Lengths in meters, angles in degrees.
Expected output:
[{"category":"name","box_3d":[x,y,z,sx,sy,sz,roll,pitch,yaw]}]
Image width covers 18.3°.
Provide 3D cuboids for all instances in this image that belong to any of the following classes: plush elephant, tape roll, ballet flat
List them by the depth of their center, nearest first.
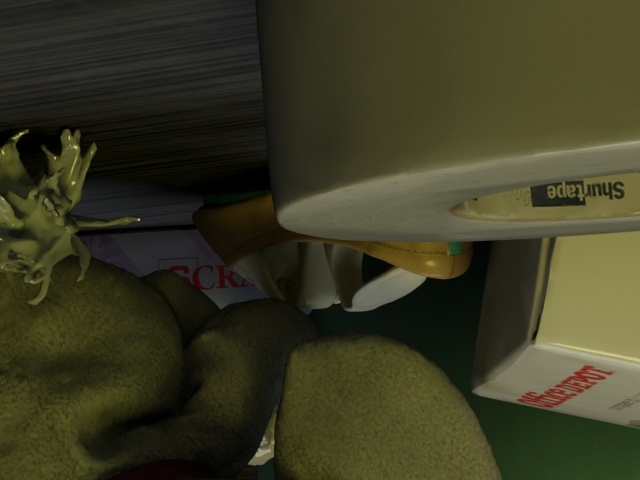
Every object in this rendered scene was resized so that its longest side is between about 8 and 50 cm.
[{"category":"tape roll","box_3d":[0.092,-0.047,0.575,0.219,0.072,0.219,-3,174,0]},{"category":"plush elephant","box_3d":[-0.075,0.136,0.858,0.272,0.255,0.330,-24,152,-19]},{"category":"ballet flat","box_3d":[0.000,0.000,0.951,0.080,0.073,0.232,-4,175,-26]}]

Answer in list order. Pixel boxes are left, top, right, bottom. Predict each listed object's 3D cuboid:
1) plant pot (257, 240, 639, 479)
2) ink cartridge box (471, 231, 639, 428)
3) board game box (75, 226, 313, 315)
[{"category":"plant pot","box_3d":[0.150,0.136,1.045,0.293,0.293,0.235,-1,-170,-31]},{"category":"ink cartridge box","box_3d":[0.208,0.026,0.798,0.273,0.114,0.198,11,170,0]},{"category":"board game box","box_3d":[-0.078,0.040,1.319,0.318,0.066,0.319,-3,174,-9]}]
